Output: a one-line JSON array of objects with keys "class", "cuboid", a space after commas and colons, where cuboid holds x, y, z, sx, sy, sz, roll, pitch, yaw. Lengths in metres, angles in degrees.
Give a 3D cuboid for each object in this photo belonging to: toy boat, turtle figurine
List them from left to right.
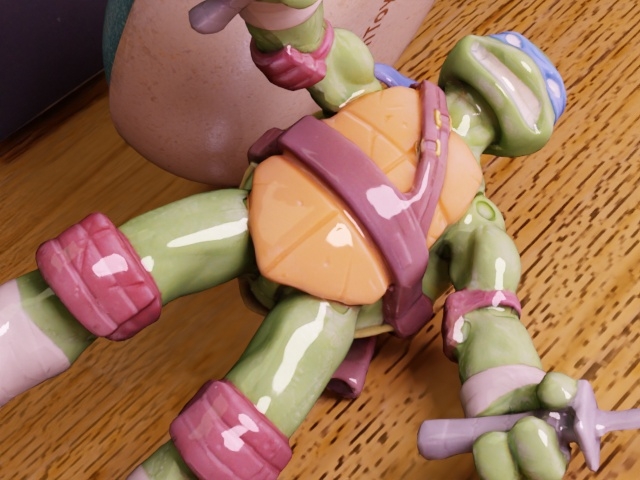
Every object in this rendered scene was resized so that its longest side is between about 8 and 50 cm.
[{"class": "turtle figurine", "cuboid": [0.000, 0.000, 0.390, 0.266, 0.198, 0.274, -38, 30, -10]}, {"class": "toy boat", "cuboid": [0.010, -0.163, 0.604, 0.148, 0.267, 0.318, 46, 46, 12]}]

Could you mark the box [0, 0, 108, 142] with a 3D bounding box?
[{"class": "box", "cuboid": [-0.225, -0.241, 0.898, 0.294, 0.183, 0.296, -39, 32, -19]}]
